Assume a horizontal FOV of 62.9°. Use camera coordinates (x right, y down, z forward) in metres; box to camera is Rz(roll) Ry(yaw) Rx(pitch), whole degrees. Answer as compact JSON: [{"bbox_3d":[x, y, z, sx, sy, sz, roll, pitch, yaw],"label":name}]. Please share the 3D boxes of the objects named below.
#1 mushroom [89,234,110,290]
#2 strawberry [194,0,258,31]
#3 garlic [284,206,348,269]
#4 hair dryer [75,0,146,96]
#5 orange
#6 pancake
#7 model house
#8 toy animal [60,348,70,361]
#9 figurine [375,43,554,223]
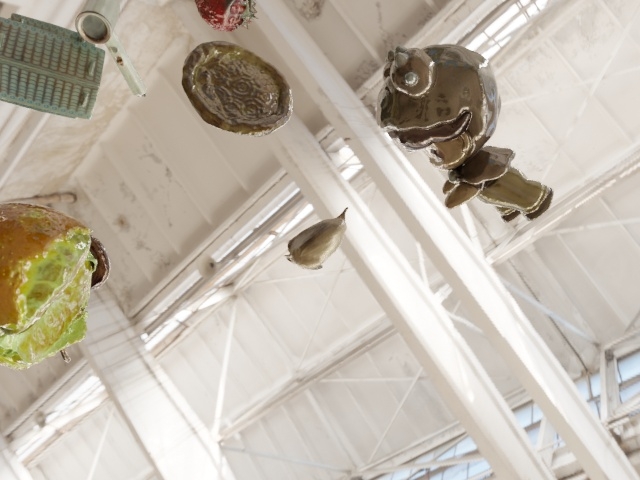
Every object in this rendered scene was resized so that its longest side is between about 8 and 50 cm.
[{"bbox_3d":[-0.480,0.042,1.064,0.123,0.052,0.123,1,-87,12],"label":"mushroom"},{"bbox_3d":[-0.153,-0.371,0.805,0.106,0.106,0.106,5,-79,27],"label":"strawberry"},{"bbox_3d":[-0.003,-0.002,0.989,0.152,0.066,0.084,-34,-124,11],"label":"garlic"},{"bbox_3d":[-0.456,-0.436,1.196,0.073,0.131,0.236,-15,-44,9],"label":"hair dryer"},{"bbox_3d":[-0.368,0.052,0.635,0.158,0.179,0.237,22,-27,-6],"label":"orange"},{"bbox_3d":[-0.167,-0.317,1.096,0.250,0.250,0.031,53,-38,10],"label":"pancake"},{"bbox_3d":[-0.628,-0.393,1.193,0.215,0.224,0.199,36,-68,58],"label":"model house"},{"bbox_3d":[-0.474,0.092,0.889,0.114,0.116,0.255,-22,-83,17],"label":"toy animal"},{"bbox_3d":[0.247,-0.185,0.909,0.203,0.248,0.380,-40,-79,17],"label":"figurine"}]
